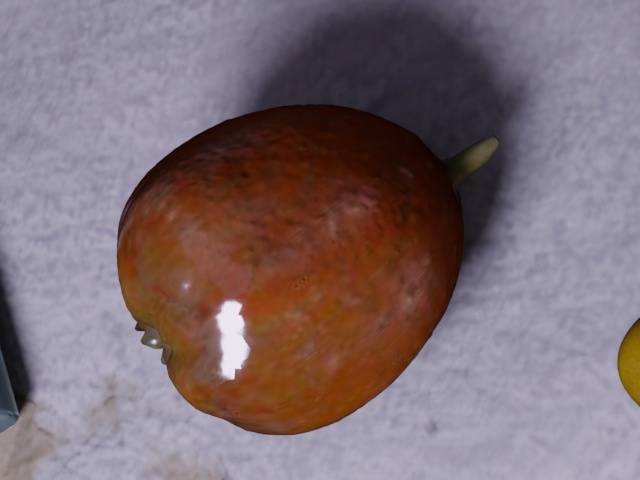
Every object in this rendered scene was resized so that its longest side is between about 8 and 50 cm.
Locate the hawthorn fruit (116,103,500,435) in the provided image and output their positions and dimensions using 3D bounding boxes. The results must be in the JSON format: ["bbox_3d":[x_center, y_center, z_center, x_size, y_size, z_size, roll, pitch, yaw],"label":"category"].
[{"bbox_3d":[0.000,0.000,0.969,0.251,0.199,0.199,-32,71,0],"label":"hawthorn fruit"}]

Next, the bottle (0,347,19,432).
[{"bbox_3d":[-0.299,0.012,1.163,0.082,0.082,0.286,-26,74,22],"label":"bottle"}]

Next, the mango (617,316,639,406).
[{"bbox_3d":[0.282,0.082,0.850,0.253,0.113,0.139,4,89,30],"label":"mango"}]
